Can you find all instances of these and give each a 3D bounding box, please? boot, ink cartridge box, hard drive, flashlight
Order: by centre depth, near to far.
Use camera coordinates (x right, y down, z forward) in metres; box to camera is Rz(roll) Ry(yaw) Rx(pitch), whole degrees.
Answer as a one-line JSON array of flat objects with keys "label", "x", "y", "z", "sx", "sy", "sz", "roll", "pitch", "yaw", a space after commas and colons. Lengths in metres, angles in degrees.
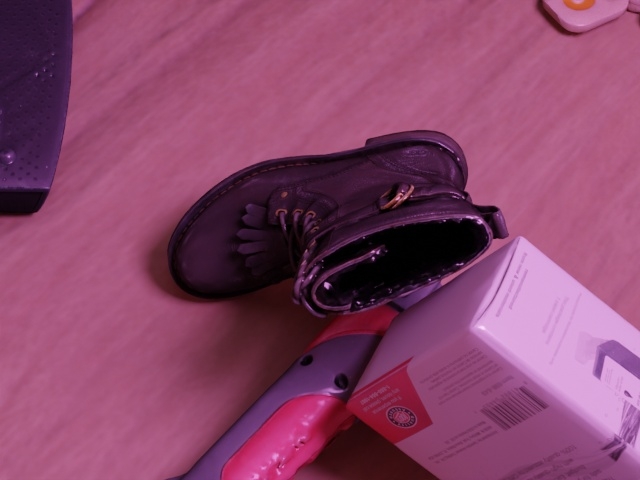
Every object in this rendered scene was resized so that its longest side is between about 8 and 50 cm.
[{"label": "ink cartridge box", "x": 0.153, "y": 0.118, "z": 1.201, "sx": 0.218, "sy": 0.158, "sz": 0.092, "roll": 39, "pitch": 52, "yaw": -11}, {"label": "flashlight", "x": -0.011, "y": 0.142, "z": 1.266, "sx": 0.103, "sy": 0.103, "sz": 0.304, "roll": 47, "pitch": 60, "yaw": -4}, {"label": "boot", "x": 0.000, "y": 0.000, "z": 1.280, "sx": 0.263, "sy": 0.091, "sz": 0.229, "roll": -22, "pitch": 15, "yaw": 10}, {"label": "hard drive", "x": -0.289, "y": -0.125, "z": 1.491, "sx": 0.172, "sy": 0.054, "sz": 0.254, "roll": 0, "pitch": 51, "yaw": -4}]

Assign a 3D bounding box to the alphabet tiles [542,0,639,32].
[{"label": "alphabet tiles", "x": 0.292, "y": -0.284, "z": 1.675, "sx": 0.278, "sy": 0.021, "sz": 0.284, "roll": -25, "pitch": 57, "yaw": -22}]
